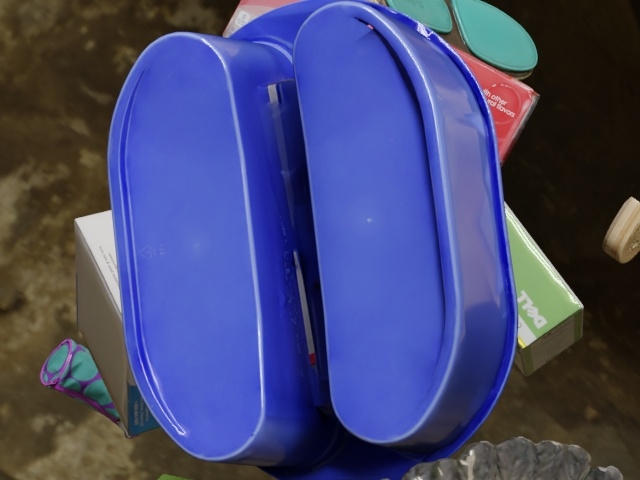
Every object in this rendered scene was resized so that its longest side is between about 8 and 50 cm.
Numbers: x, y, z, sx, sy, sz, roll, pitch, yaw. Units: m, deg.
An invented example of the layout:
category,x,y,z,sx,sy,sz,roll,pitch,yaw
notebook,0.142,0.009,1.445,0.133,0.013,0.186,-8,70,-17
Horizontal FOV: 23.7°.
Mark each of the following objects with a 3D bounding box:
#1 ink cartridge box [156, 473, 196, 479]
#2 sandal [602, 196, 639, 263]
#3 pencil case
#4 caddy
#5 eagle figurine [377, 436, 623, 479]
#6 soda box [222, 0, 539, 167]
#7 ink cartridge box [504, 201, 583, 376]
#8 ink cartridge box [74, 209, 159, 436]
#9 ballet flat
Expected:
category,x,y,z,sx,sy,sz,roll,pitch,yaw
ink cartridge box,-0.194,0.401,1.782,0.189,0.097,0.255,-1,38,51
sandal,0.370,-0.067,1.490,0.079,0.088,0.240,38,114,27
pencil case,-0.266,0.182,1.854,0.064,0.152,0.070,-25,40,39
caddy,0.000,0.000,1.015,0.241,0.179,0.341,-7,85,16
eagle figurine,0.010,0.214,0.613,0.298,0.225,0.226,-10,103,15
soda box,0.053,-0.149,1.321,0.263,0.083,0.092,29,97,7
ink cartridge box,0.148,0.033,1.184,0.062,0.209,0.109,-35,74,1
ink cartridge box,-0.119,0.061,1.591,0.233,0.171,0.168,-15,48,-21
ballet flat,0.147,-0.270,2.015,0.123,0.348,0.123,-8,77,41
